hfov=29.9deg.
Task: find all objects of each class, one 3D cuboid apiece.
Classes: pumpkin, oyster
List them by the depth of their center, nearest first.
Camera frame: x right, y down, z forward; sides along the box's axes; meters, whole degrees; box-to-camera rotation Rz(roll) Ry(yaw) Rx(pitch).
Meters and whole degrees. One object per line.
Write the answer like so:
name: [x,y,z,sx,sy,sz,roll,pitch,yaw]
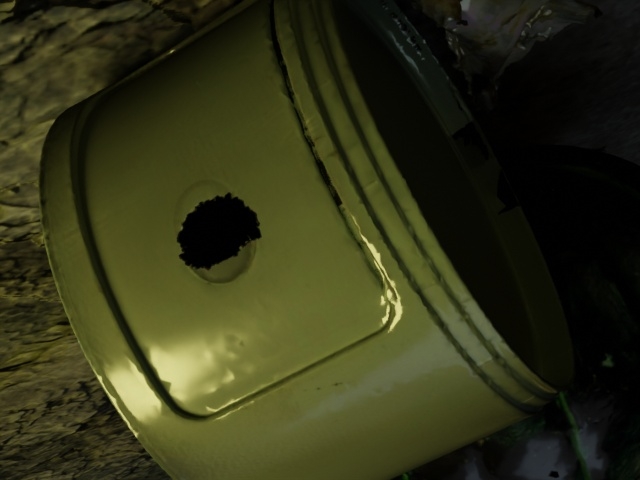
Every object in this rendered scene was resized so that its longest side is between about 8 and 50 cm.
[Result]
oyster: [0.092,-0.121,0.623,0.106,0.061,0.200,-39,163,-2]
pumpkin: [0.101,0.050,0.781,0.315,0.238,0.315,-22,-170,4]

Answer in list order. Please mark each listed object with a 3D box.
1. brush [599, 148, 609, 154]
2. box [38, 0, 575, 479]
brush: [0.158,-0.017,1.005,0.083,0.011,0.205,-13,160,-25]
box: [0.000,0.000,0.559,0.149,0.226,0.226,-29,160,18]
